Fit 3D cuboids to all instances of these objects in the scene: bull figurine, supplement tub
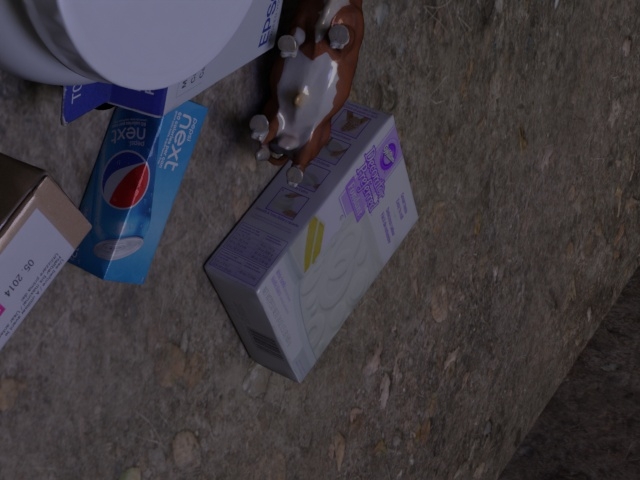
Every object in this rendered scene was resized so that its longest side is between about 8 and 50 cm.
[{"bbox_3d":[-0.009,-0.217,1.293,0.188,0.101,0.311,-64,169,-64],"label":"bull figurine"},{"bbox_3d":[-0.218,-0.243,0.736,0.235,0.324,0.236,-38,140,-41],"label":"supplement tub"}]

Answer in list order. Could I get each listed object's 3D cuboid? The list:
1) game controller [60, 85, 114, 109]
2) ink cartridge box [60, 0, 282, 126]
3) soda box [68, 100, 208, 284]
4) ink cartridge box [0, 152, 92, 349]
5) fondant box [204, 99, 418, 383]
[{"bbox_3d":[-0.174,-0.285,1.046,0.319,0.067,0.166,-63,151,-6],"label":"game controller"},{"bbox_3d":[-0.113,-0.291,1.030,0.330,0.071,0.324,-48,158,-52],"label":"ink cartridge box"},{"bbox_3d":[-0.200,-0.062,1.159,0.071,0.067,0.210,13,98,-61],"label":"soda box"},{"bbox_3d":[-0.334,0.028,0.872,0.235,0.193,0.088,-56,149,-18],"label":"ink cartridge box"},{"bbox_3d":[0.000,0.000,1.507,0.330,0.096,0.238,-54,148,-24],"label":"fondant box"}]
